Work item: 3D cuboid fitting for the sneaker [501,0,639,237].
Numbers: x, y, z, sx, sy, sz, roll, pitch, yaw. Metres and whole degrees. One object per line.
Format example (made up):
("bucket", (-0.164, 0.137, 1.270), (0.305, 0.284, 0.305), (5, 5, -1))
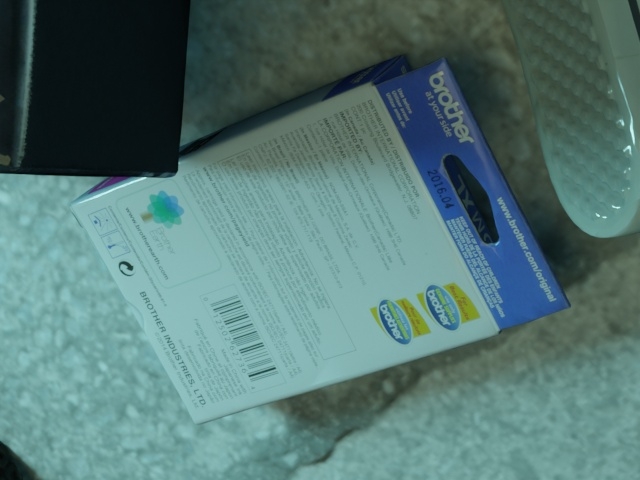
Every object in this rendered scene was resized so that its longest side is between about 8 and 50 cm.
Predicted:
("sneaker", (0.166, -0.166, 0.877), (0.126, 0.128, 0.321), (161, 98, -66))

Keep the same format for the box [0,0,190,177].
("box", (-0.297, -0.151, 0.918), (0.396, 0.293, 0.211), (4, 92, 10))

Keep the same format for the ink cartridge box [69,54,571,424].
("ink cartridge box", (0.000, 0.000, 1.071), (0.311, 0.065, 0.185), (-19, 106, 35))

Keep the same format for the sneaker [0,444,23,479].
("sneaker", (-0.351, 0.195, 1.331), (0.286, 0.109, 0.130), (38, 135, 12))
